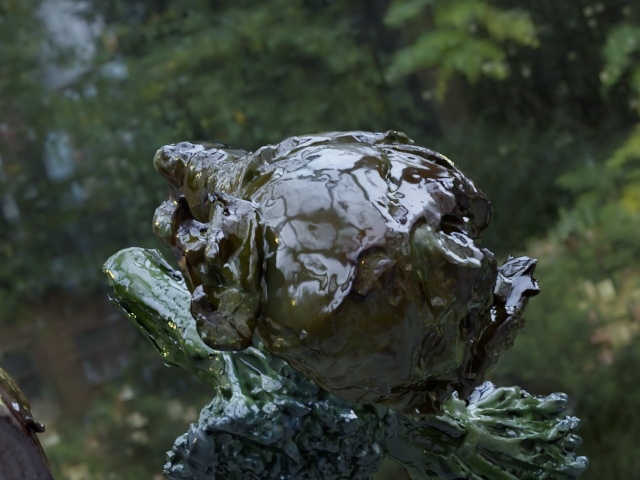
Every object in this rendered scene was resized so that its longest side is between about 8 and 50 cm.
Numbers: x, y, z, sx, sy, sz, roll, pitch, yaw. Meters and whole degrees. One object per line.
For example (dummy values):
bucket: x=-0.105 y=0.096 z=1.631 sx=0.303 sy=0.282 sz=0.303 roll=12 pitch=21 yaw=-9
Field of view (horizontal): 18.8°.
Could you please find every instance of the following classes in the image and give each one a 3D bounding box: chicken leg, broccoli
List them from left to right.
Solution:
broccoli: x=-0.062 y=0.070 z=1.373 sx=0.177 sy=0.275 sz=0.198 roll=-25 pitch=-28 yaw=-29
chicken leg: x=0.015 y=-0.002 z=1.107 sx=0.211 sy=0.140 sz=0.361 roll=18 pitch=9 yaw=-10
broccoli: x=0.076 y=0.158 z=1.566 sx=0.304 sy=0.165 sz=0.145 roll=26 pitch=-5 yaw=-34

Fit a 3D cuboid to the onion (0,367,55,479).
onion: x=-0.274 y=0.140 z=1.165 sx=0.216 sy=0.207 sz=0.206 roll=-41 pitch=-36 yaw=-1
